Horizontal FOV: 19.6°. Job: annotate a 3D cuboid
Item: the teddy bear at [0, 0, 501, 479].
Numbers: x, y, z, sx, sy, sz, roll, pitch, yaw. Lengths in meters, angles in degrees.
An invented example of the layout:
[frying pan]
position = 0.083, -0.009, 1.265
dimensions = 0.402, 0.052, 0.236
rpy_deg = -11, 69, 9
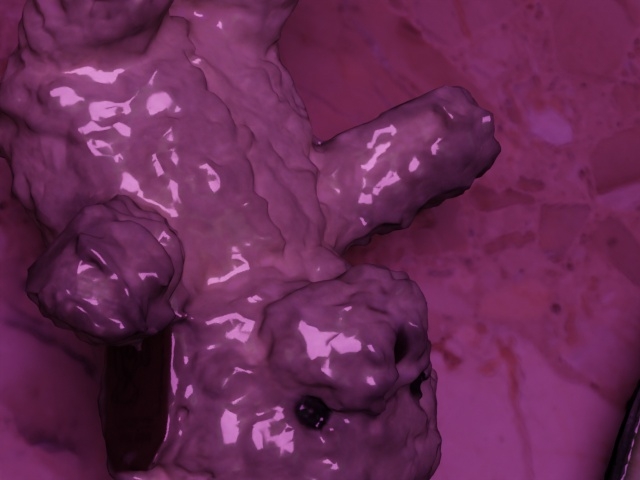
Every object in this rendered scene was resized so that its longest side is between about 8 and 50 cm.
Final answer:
[teddy bear]
position = 0.000, 0.000, 0.951
dimensions = 0.327, 0.375, 0.362
rpy_deg = -13, 55, -46

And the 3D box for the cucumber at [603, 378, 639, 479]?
[cucumber]
position = 0.208, 0.148, 1.079
dimensions = 0.115, 0.063, 0.244
rpy_deg = 31, 68, -10
